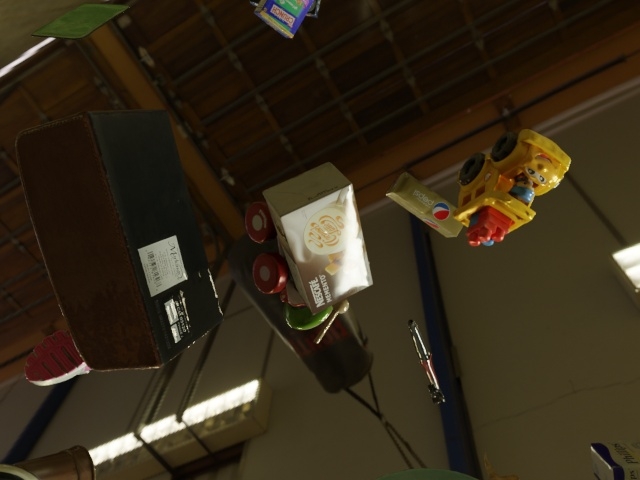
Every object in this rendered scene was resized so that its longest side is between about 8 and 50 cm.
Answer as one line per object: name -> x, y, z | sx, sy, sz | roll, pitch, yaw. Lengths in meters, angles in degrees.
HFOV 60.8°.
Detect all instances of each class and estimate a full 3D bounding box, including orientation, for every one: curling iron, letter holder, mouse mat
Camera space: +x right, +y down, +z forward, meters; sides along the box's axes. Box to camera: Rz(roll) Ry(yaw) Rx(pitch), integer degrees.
curling iron -> 0.264, 0.302, 1.352 | 0.035, 0.274, 0.068 | -18, -154, 4
letter holder -> -0.289, 0.002, 0.714 | 0.214, 0.301, 0.152 | -9, -169, 21
mouse mat -> -0.545, -0.503, 1.247 | 0.153, 0.007, 0.189 | 12, -134, 20

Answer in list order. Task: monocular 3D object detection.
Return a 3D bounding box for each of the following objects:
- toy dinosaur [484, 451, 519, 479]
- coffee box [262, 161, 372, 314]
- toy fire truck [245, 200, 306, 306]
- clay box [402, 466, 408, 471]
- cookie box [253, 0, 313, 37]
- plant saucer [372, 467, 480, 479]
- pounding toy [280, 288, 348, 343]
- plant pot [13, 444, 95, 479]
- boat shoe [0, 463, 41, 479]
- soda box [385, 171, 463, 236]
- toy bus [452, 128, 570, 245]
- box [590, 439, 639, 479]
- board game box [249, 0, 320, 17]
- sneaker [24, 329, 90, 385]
toy dinosaur -> 0.371, 0.517, 1.147 | 0.093, 0.053, 0.183 | -31, -177, -9
coffee box -> 0.000, 0.000, 1.015 | 0.141, 0.246, 0.098 | -25, -140, -12
toy fire truck -> -0.031, 0.001, 1.298 | 0.169, 0.302, 0.254 | -6, 174, -44
clay box -> 0.128, 0.595, 1.181 | 0.222, 0.053, 0.127 | -47, 159, -4
cookie box -> -0.075, -0.508, 1.172 | 0.107, 0.092, 0.040 | -59, -146, 5
plant saucer -> 0.100, 0.307, 0.554 | 0.195, 0.037, 0.195 | -11, -169, 2
pounding toy -> -0.042, 0.196, 1.763 | 0.183, 0.110, 0.237 | -45, -140, -14
plant pot -> -0.703, 0.628, 1.407 | 0.167, 0.165, 0.167 | -7, -103, 34
boat shoe -> -0.456, 0.357, 0.421 | 0.500, 0.186, 0.156 | -21, 180, -41
soda box -> 0.242, -0.080, 1.245 | 0.058, 0.181, 0.061 | -57, -173, -6
toy bus -> 0.375, -0.087, 1.112 | 0.220, 0.149, 0.211 | -39, -157, 57
box -> 0.640, 0.462, 1.101 | 0.137, 0.072, 0.126 | -7, 179, 7
board game box -> -0.064, -0.667, 1.282 | 0.165, 0.243, 0.042 | 13, -168, 6
sneaker -> -0.485, 0.236, 1.154 | 0.252, 0.111, 0.103 | -24, -121, -28
